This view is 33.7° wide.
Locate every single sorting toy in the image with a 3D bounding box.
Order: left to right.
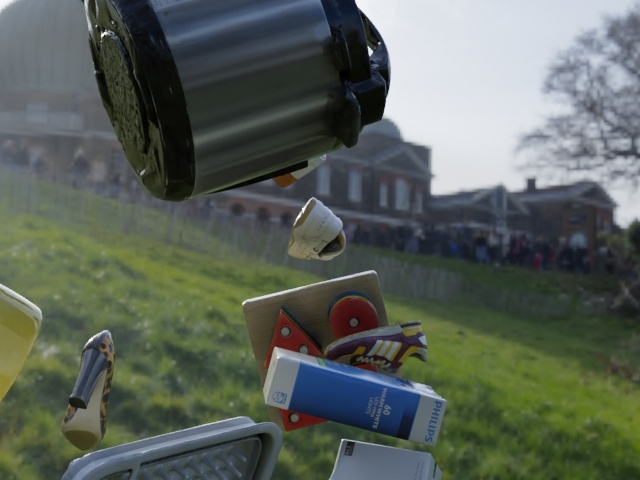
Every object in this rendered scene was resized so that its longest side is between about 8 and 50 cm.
[{"bbox_3d":[0.008,0.212,1.937,0.257,0.255,0.089,-14,9,1],"label":"sorting toy"}]

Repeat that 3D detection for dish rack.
[{"bbox_3d":[-0.212,0.349,1.314,0.333,0.285,0.072,-4,29,-46],"label":"dish rack"}]

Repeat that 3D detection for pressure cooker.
[{"bbox_3d":[-0.109,-0.277,1.619,0.420,0.369,0.375,-21,4,-20],"label":"pressure cooker"}]

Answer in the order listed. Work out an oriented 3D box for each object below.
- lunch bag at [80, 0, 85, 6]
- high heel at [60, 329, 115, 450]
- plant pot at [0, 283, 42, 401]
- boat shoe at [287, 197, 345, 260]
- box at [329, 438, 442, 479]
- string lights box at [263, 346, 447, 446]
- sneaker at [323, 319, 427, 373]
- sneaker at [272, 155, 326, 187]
[{"bbox_3d":[-0.416,-0.532,2.042,0.262,0.160,0.223,5,24,-24],"label":"lunch bag"},{"bbox_3d":[-0.470,0.317,2.207,0.093,0.186,0.261,15,-40,0],"label":"high heel"},{"bbox_3d":[-0.566,0.141,1.495,0.239,0.254,0.254,36,-22,-22],"label":"plant pot"},{"bbox_3d":[0.000,0.000,2.027,0.096,0.098,0.277,31,-9,5],"label":"boat shoe"},{"bbox_3d":[0.113,0.482,1.952,0.182,0.181,0.119,5,-28,22],"label":"box"},{"bbox_3d":[0.049,0.234,1.603,0.260,0.076,0.133,15,0,-4],"label":"string lights box"},{"bbox_3d":[0.100,0.196,1.839,0.186,0.083,0.069,-13,-7,-14],"label":"sneaker"},{"bbox_3d":[-0.083,-0.204,2.020,0.123,0.290,0.106,-40,-58,14],"label":"sneaker"}]
